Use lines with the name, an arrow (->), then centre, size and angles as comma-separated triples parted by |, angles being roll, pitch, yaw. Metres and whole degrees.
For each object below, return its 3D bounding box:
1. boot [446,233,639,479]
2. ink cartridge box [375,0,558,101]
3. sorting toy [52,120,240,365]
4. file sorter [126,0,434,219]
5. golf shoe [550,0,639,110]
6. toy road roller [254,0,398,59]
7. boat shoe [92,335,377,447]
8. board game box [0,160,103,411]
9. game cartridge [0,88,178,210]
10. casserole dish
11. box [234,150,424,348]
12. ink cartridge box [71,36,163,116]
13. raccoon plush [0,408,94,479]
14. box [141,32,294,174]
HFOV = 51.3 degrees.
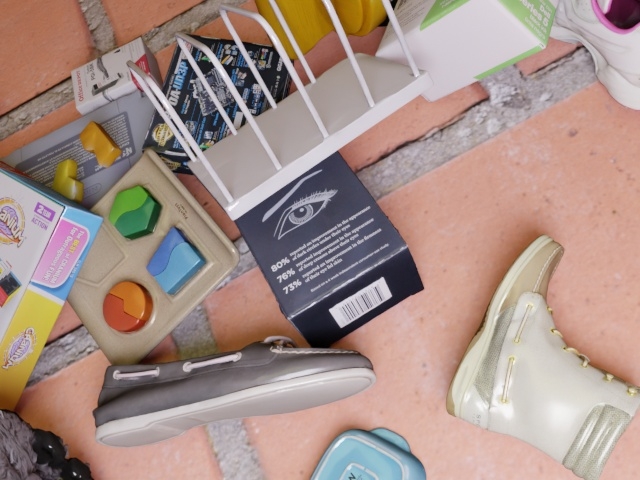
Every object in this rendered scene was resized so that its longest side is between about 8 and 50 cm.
boot -> 0.241, 0.110, 0.657 | 0.165, 0.077, 0.213 | 23, 76, 30
ink cartridge box -> 0.207, -0.343, 0.862 | 0.198, 0.115, 0.272 | -16, 47, 56
sorting toy -> -0.269, -0.008, 0.866 | 0.229, 0.041, 0.307 | -46, 68, 8
file sorter -> -0.055, -0.194, 0.778 | 0.278, 0.173, 0.193 | -35, 32, -8
golf shoe -> 0.348, -0.297, 0.822 | 0.115, 0.140, 0.306 | -31, 53, 2
toy road roller -> -0.029, -0.411, 0.972 | 0.241, 0.202, 0.330 | -41, 55, -15
boat shoe -> -0.107, 0.150, 0.740 | 0.335, 0.112, 0.095 | -16, 61, 15
board game box -> -0.449, 0.064, 0.888 | 0.242, 0.064, 0.316 | 26, 90, 30
game cartridge -> -0.363, -0.101, 1.020 | 0.297, 0.062, 0.198 | -25, 60, 5
casserole dish -> 0.028, 0.272, 0.663 | 0.114, 0.037, 0.188 | 21, 69, 29
box -> 0.000, 0.000, 0.790 | 0.153, 0.108, 0.207 | -31, 55, 0
ink cartridge box -> -0.335, -0.259, 1.099 | 0.135, 0.056, 0.099 | -25, 56, 4
raccoon plush -> -0.375, 0.330, 0.578 | 0.299, 0.446, 0.216 | -39, 88, -4
box -> -0.140, -0.193, 0.960 | 0.175, 0.051, 0.220 | 8, 63, 2
